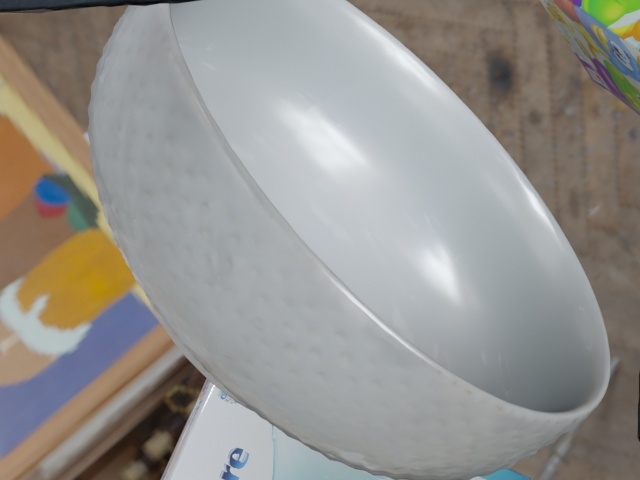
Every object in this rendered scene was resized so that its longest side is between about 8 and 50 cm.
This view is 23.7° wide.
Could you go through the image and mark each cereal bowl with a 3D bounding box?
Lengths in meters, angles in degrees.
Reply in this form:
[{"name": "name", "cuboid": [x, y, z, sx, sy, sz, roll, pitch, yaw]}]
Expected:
[{"name": "cereal bowl", "cuboid": [0.000, 0.000, 0.869, 0.339, 0.339, 0.141, 48, 115, 2]}]

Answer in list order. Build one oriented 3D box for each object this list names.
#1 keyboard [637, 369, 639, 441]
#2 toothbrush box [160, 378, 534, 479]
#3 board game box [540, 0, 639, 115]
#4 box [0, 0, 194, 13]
[{"name": "keyboard", "cuboid": [0.319, 0.115, 1.219, 0.038, 0.192, 0.100, -2, 85, 44]}, {"name": "toothbrush box", "cuboid": [0.010, 0.245, 1.192, 0.295, 0.216, 0.126, 25, 153, -5]}, {"name": "board game box", "cuboid": [0.273, -0.129, 0.967, 0.142, 0.144, 0.275, 45, -177, -42]}, {"name": "box", "cuboid": [0.020, -0.318, 0.321, 0.297, 0.480, 0.472, 47, 124, 20]}]
